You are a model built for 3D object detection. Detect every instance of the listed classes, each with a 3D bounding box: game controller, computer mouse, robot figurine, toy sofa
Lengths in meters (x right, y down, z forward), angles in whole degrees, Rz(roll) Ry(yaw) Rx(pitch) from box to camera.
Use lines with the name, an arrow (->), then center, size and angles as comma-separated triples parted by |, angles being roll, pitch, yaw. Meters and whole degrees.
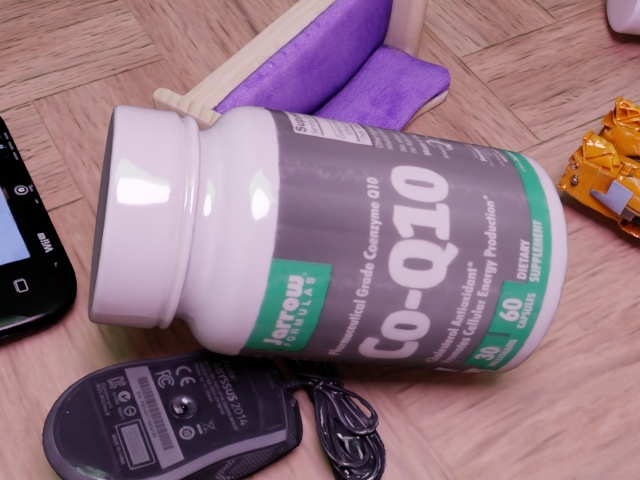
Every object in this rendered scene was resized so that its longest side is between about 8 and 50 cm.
game controller -> -0.363, -0.024, 0.821 | 0.166, 0.067, 0.319 | -23, 58, -20
computer mouse -> -0.094, 0.160, 0.705 | 0.272, 0.072, 0.188 | -7, 51, -24
robot figurine -> 0.409, -0.040, 0.861 | 0.291, 0.085, 0.211 | 29, 44, 20
toy sofa -> 0.003, -0.165, 0.902 | 0.177, 0.150, 0.362 | 30, 56, 19

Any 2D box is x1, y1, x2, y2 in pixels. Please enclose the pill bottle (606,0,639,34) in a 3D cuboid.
pill bottle -> 0.524, -0.322, 1.051 | 0.283, 0.161, 0.161 | 3, 53, -1

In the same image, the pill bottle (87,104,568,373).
pill bottle -> 0.000, 0.000, 0.695 | 0.361, 0.204, 0.204 | 6, 51, -17
